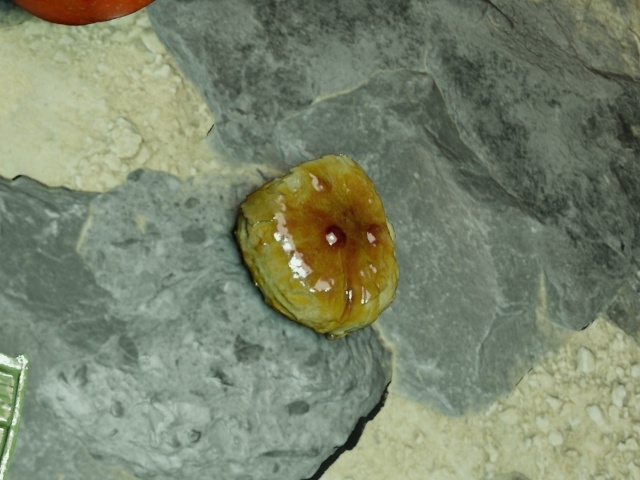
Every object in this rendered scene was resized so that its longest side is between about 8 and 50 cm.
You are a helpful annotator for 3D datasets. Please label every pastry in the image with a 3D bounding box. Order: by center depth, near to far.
[{"bbox_3d":[0.000,0.000,1.584,0.229,0.100,0.218,16,62,-27],"label":"pastry"}]

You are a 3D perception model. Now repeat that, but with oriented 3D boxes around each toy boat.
[{"bbox_3d":[-0.353,0.237,1.291,0.093,0.055,0.293,24,58,-22],"label":"toy boat"}]

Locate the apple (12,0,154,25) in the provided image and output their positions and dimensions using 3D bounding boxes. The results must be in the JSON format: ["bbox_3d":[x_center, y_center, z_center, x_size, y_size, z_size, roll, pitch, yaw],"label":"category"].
[{"bbox_3d":[-0.255,-0.361,1.489,0.260,0.260,0.216,-48,120,-36],"label":"apple"}]
